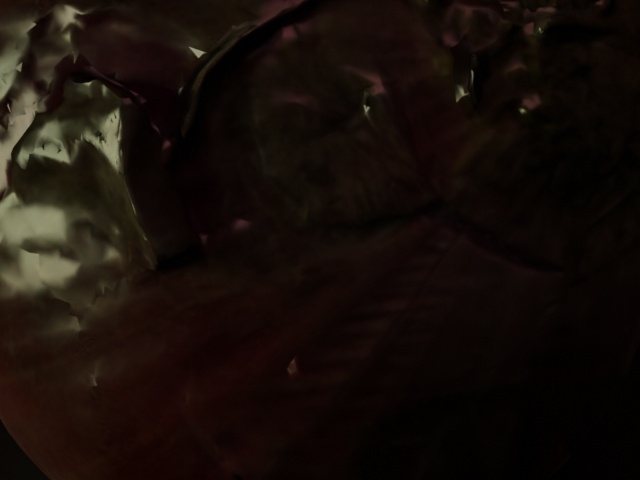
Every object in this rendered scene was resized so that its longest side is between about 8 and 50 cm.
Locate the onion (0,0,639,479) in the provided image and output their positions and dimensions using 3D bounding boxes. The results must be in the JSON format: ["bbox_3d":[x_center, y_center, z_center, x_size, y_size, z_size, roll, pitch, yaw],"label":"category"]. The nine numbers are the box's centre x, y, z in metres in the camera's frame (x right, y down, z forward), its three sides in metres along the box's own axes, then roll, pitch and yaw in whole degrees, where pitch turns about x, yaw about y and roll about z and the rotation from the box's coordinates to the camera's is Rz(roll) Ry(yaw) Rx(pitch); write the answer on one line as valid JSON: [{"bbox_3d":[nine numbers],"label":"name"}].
[{"bbox_3d":[0.033,-0.028,0.705,0.354,0.353,0.353,-9,27,5],"label":"onion"}]
